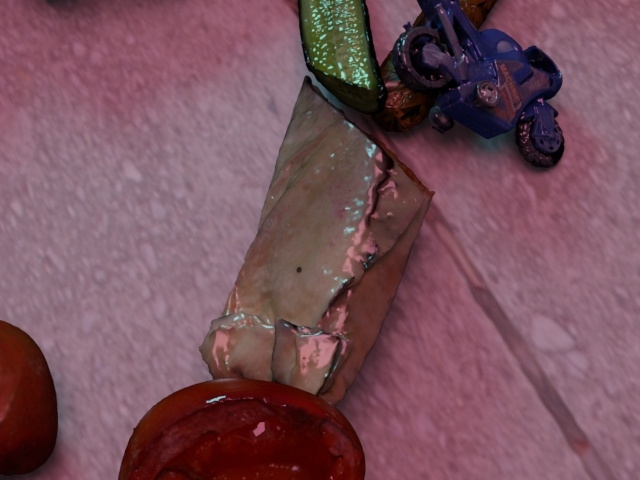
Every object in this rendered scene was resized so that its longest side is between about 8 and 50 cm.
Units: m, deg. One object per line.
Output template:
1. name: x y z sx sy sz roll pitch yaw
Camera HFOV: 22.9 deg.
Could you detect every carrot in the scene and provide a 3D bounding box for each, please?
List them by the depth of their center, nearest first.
1. carrot: 0.119 -0.202 1.521 0.069 0.069 0.229 28 68 15

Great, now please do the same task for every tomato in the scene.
1. tomato: -0.068 0.209 1.277 0.200 0.139 0.233 4 105 -10

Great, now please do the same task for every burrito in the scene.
1. burrito: 0.011 -0.001 1.394 0.175 0.107 0.348 0 57 31

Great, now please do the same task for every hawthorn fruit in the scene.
1. hawthorn fruit: -0.288 0.140 1.340 0.133 0.133 0.138 -28 80 -11

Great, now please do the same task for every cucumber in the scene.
1. cucumber: 0.018 -0.187 1.501 0.070 0.046 0.220 -13 44 4

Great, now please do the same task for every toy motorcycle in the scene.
1. toy motorcycle: 0.154 -0.152 1.459 0.205 0.076 0.114 30 61 -24
